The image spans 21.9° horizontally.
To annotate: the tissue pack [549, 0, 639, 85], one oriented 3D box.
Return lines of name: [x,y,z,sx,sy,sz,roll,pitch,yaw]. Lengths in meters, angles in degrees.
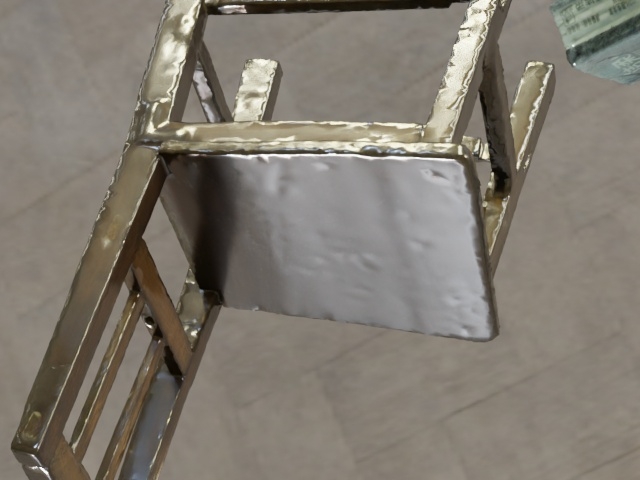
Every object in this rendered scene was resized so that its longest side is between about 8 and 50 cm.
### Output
tissue pack: [0.379,-0.248,1.645,0.257,0.185,0.081,-25,75,28]

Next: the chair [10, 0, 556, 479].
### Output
chair: [0.000,0.000,1.039,0.240,0.203,0.416,4,57,14]
